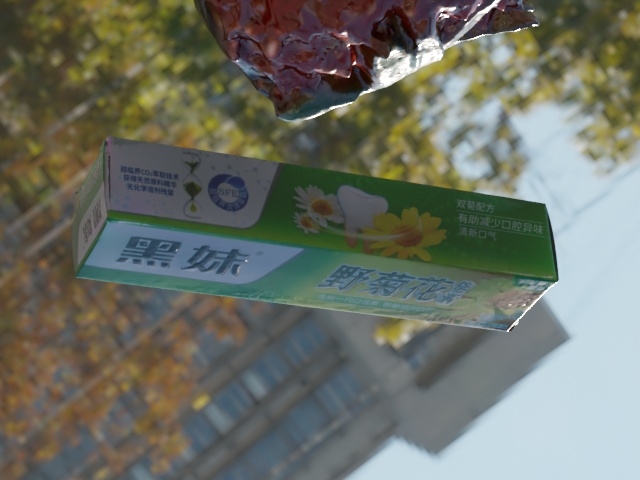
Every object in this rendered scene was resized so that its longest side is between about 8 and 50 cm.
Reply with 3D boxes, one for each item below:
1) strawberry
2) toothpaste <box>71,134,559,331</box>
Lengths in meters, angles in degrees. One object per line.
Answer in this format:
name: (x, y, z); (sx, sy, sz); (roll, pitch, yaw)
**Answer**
strawberry: (0.023, -0.227, 1.015); (0.233, 0.306, 0.138); (-26, -160, -37)
toothpaste: (0.000, 0.000, 0.697); (0.043, 0.178, 0.037); (130, -39, -52)
